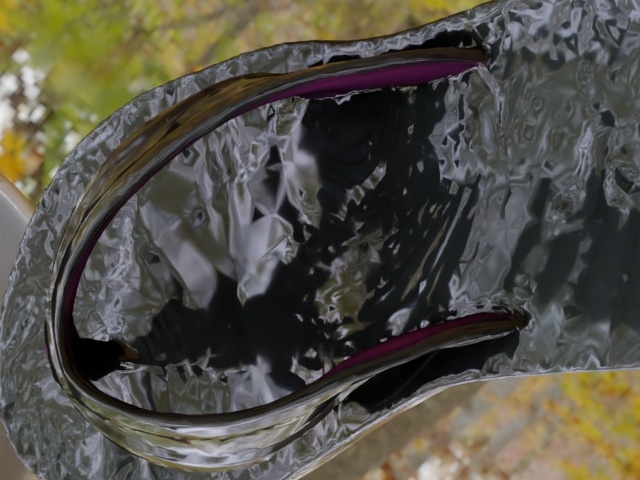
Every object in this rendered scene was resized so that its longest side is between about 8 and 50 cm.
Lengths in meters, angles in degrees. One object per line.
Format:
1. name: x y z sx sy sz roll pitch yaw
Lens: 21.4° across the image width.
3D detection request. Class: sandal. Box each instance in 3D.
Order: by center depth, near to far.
1. sandal: 0.000 -0.003 0.586 0.107 0.446 0.167 -6 -101 -47

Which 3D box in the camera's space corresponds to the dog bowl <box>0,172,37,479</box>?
1. dog bowl: -0.273 0.068 0.971 0.104 0.265 0.265 10 169 39
